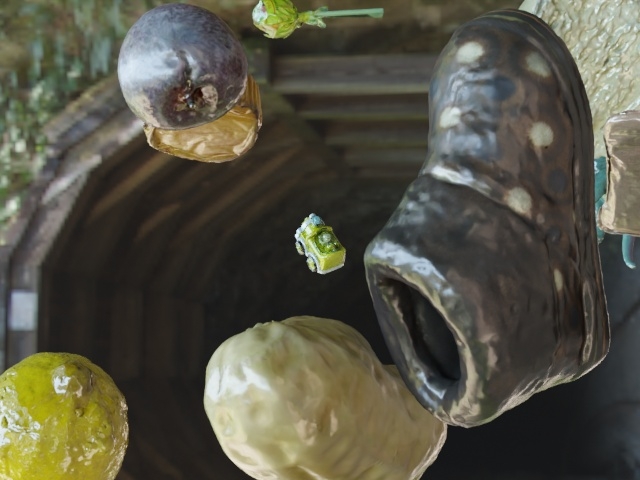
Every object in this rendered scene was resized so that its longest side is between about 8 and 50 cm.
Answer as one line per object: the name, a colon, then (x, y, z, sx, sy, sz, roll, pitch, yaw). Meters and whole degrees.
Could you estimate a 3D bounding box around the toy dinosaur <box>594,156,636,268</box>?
toy dinosaur: (0.595, -0.166, 2.405, 0.383, 0.331, 0.129, 47, 171, 30)

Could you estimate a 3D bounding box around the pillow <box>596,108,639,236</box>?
pillow: (0.453, -0.088, 1.694, 0.034, 0.135, 0.211, -64, -25, -48)

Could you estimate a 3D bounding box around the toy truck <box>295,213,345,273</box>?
toy truck: (0.000, 0.000, 2.313, 0.111, 0.076, 0.077, 56, 155, 25)

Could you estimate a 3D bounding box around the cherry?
cherry: (-0.205, -0.263, 1.831, 0.195, 0.195, 0.195, -1, -90, -80)

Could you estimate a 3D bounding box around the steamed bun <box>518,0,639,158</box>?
steamed bun: (0.399, -0.312, 1.994, 0.290, 0.272, 0.273, -54, 35, 11)

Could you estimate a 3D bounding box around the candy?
candy: (0.000, -0.406, 2.230, 0.077, 0.262, 0.073, 68, 149, 28)

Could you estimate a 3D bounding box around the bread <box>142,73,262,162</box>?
bread: (-0.196, -0.220, 2.037, 0.199, 0.199, 0.104, 73, -170, -57)

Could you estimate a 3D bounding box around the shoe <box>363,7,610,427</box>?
shoe: (0.147, -0.018, 1.184, 0.237, 0.171, 0.384, -20, -73, -38)

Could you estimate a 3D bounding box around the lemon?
lemon: (-0.418, 0.301, 1.905, 0.245, 0.245, 0.320, -79, 15, -49)

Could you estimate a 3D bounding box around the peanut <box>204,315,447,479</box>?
peanut: (0.014, 0.185, 1.337, 0.387, 0.169, 0.192, 32, -149, -52)
